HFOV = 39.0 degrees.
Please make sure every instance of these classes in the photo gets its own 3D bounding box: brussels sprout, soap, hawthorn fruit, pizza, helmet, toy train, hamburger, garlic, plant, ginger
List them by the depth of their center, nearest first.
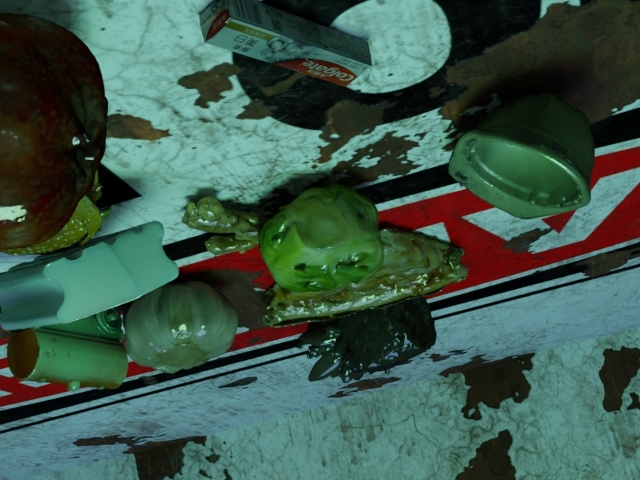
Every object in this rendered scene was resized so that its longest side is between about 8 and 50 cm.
[{"bbox_3d":[-0.372,-0.122,0.897,0.300,0.254,0.254,18,155,-3],"label":"hawthorn fruit"},{"bbox_3d":[-0.381,-0.053,1.192,0.182,0.117,0.191,-14,155,-3],"label":"hamburger"},{"bbox_3d":[0.313,-0.141,1.325,0.204,0.137,0.257,32,166,-9],"label":"helmet"},{"bbox_3d":[-0.360,0.057,1.343,0.173,0.095,0.290,-28,-169,-40],"label":"soap"},{"bbox_3d":[0.000,0.000,1.472,0.223,0.161,0.223,-8,152,-4],"label":"brussels sprout"},{"bbox_3d":[-0.145,-0.027,1.482,0.176,0.052,0.193,-5,161,-23],"label":"ginger"},{"bbox_3d":[-0.474,0.197,1.699,0.116,0.177,0.285,-21,159,23],"label":"toy train"},{"bbox_3d":[-0.267,0.159,1.746,0.228,0.152,0.228,-14,153,-7],"label":"garlic"},{"bbox_3d":[0.116,0.076,1.856,0.392,0.080,0.435,-1,158,-27],"label":"pizza"},{"bbox_3d":[0.098,0.229,2.092,0.321,0.181,0.194,-28,161,35],"label":"plant"}]

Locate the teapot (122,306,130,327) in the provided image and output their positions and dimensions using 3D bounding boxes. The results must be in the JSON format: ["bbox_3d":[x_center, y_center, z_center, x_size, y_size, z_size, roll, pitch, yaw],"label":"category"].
[{"bbox_3d":[-0.361,0.149,1.834,0.083,0.063,0.049,-2,126,-20],"label":"teapot"}]

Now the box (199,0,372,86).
[{"bbox_3d":[-0.034,-0.227,1.034,0.218,0.039,0.055,9,150,-43],"label":"box"}]
